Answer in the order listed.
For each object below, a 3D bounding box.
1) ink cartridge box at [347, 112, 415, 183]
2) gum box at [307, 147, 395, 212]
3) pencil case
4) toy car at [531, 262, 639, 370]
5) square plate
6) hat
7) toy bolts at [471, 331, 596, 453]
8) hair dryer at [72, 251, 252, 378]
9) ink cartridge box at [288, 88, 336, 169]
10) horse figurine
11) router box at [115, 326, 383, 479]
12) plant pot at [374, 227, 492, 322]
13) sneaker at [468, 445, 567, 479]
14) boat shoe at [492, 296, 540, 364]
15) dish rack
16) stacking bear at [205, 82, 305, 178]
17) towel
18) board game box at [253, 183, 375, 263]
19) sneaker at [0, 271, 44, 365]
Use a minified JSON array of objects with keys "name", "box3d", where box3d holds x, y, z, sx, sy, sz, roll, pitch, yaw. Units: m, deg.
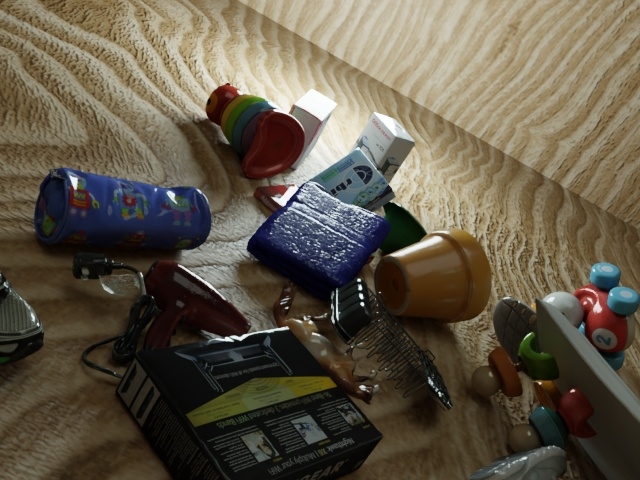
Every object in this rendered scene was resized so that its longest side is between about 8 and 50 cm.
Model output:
[{"name":"ink cartridge box","box3d":[0.158,-0.239,2.153,0.082,0.190,0.139,11,31,-37]},{"name":"gum box","box3d":[0.075,-0.127,1.900,0.184,0.157,0.041,56,0,44]},{"name":"pencil case","box3d":[-0.336,-0.051,1.319,0.306,0.119,0.133,5,58,-46]},{"name":"toy car","box3d":[0.646,0.198,1.951,0.238,0.219,0.210,-3,32,-4]},{"name":"square plate","box3d":[0.520,0.315,1.437,0.344,0.049,0.347,-118,-175,-48]},{"name":"hat","box3d":[0.151,0.022,1.863,0.173,0.183,0.208,42,-13,25]},{"name":"toy bolts","box3d":[0.408,0.332,1.495,0.228,0.159,0.218,-120,-173,-56]},{"name":"hair dryer","box3d":[-0.240,0.126,1.191,0.294,0.080,0.223,4,51,-36]},{"name":"ink cartridge box","box3d":[-0.046,-0.303,2.079,0.092,0.158,0.218,29,25,-2]},{"name":"horse figurine","box3d":[0.003,0.183,1.339,0.263,0.066,0.174,40,20,13]},{"name":"router box","box3d":[-0.093,0.246,1.088,0.309,0.081,0.243,-2,40,-50]},{"name":"plant pot","box3d":[0.226,0.085,1.648,0.188,0.205,0.205,-8,43,-31]},{"name":"sneaker","box3d":[0.336,0.416,1.281,0.281,0.105,0.115,2,68,-51]},{"name":"boat shoe","box3d":[0.520,0.258,1.742,0.324,0.123,0.116,51,23,23]},{"name":"dish rack","box3d":[0.131,0.195,1.390,0.271,0.074,0.208,48,11,-11]},{"name":"stacking bear","box3d":[-0.185,-0.296,1.927,0.164,0.175,0.289,0,32,-46]},{"name":"towel","box3d":[0.000,0.000,1.633,0.228,0.076,0.308,28,34,9]},{"name":"board game box","box3d":[-0.015,-0.035,1.773,0.281,0.027,0.145,42,28,22]},{"name":"sneaker","box3d":[-0.482,0.029,0.975,0.344,0.146,0.134,38,25,12]}]
